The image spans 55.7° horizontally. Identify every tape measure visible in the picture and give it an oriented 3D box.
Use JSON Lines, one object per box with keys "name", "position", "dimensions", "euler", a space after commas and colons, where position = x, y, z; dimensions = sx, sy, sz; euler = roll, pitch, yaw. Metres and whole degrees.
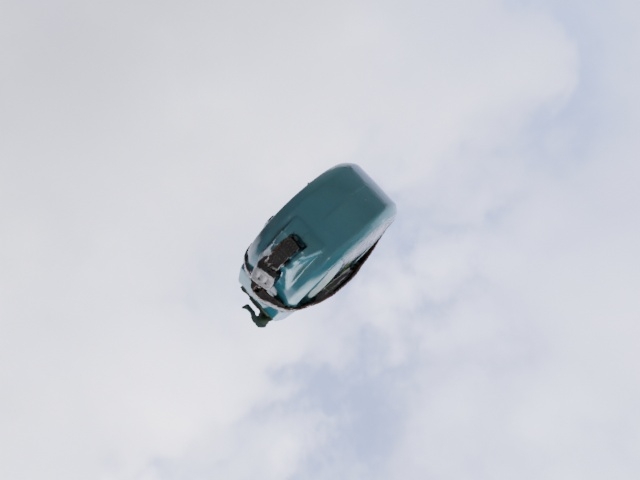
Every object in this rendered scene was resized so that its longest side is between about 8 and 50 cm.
{"name": "tape measure", "position": [0.000, 0.000, 0.491], "dimensions": [0.081, 0.125, 0.146], "euler": [46, -119, 7]}
